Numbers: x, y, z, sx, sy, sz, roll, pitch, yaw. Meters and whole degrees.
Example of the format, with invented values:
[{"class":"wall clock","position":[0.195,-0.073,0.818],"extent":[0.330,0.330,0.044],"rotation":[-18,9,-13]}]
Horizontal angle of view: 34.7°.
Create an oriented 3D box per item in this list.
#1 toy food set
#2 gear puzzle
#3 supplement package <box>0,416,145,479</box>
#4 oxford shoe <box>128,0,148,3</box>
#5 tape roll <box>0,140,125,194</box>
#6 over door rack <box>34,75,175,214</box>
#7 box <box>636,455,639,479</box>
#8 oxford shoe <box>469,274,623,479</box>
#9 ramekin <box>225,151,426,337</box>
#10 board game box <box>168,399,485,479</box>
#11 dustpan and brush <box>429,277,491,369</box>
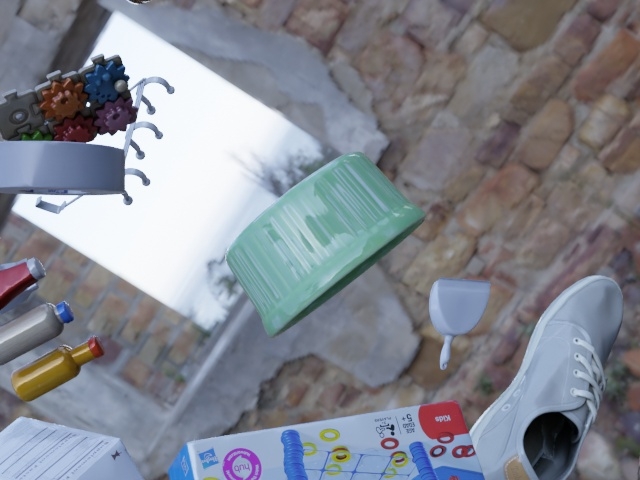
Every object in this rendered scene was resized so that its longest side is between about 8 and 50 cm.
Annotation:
[{"class":"toy food set","position":[-0.337,0.050,1.146],"extent":[0.104,0.232,0.111],"rotation":[-28,-22,1]},{"class":"gear puzzle","position":[-0.472,-0.193,1.754],"extent":[0.338,0.044,0.175],"rotation":[-26,-35,-17]},{"class":"supplement package","position":[-0.308,0.306,1.183],"extent":[0.244,0.139,0.134],"rotation":[-3,31,49]},{"class":"oxford shoe","position":[-0.252,-0.393,1.419],"extent":[0.212,0.076,0.076],"rotation":[78,-158,-70]},{"class":"tape roll","position":[-0.421,-0.112,1.631],"extent":[0.219,0.219,0.072],"rotation":[172,98,-83]},{"class":"over door rack","position":[-0.436,-0.188,2.138],"extent":[0.324,0.108,0.240],"rotation":[-13,57,40]},{"class":"box","position":[0.809,0.358,1.777],"extent":[0.480,0.471,0.298],"rotation":[-48,-36,-58]},{"class":"oxford shoe","position":[0.374,0.224,1.560],"extent":[0.130,0.169,0.449],"rotation":[-7,32,49]},{"class":"ramekin","position":[0.000,0.000,1.569],"extent":[0.303,0.148,0.303],"rotation":[-38,-5,-4]},{"class":"board game box","position":[0.035,0.329,0.998],"extent":[0.086,0.308,0.302],"rotation":[121,137,-54]},{"class":"dustpan and brush","position":[0.297,0.189,2.291],"extent":[0.060,0.147,0.211],"rotation":[-171,87,-65]}]
